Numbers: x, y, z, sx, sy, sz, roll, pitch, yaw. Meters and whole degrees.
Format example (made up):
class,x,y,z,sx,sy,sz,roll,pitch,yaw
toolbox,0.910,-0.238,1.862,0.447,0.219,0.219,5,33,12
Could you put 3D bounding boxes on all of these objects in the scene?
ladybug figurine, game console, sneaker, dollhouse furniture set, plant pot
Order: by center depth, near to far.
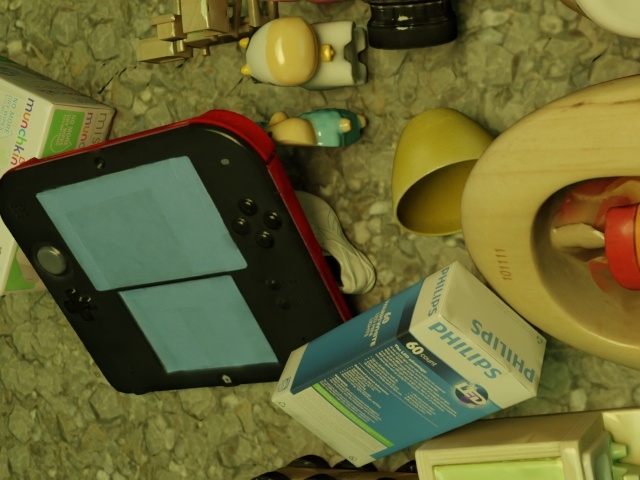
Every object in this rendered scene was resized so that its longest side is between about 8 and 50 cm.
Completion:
class,x,y,z,sx,sy,sz,roll,pitch,yaw
ladybug figurine,0.343,-0.021,0.857,0.450,0.162,0.305,5,128,36
plant pot,0.129,-0.080,1.030,0.134,0.134,0.095,-33,54,26
sneaker,0.000,0.000,1.132,0.152,0.061,0.053,49,116,17
dollhouse furniture set,-0.166,-0.271,1.138,0.182,0.161,0.101,-4,93,27
game console,-0.169,0.034,1.139,0.387,0.060,0.341,-9,115,32

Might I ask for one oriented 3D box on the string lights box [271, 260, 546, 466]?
class,x,y,z,sx,sy,sz,roll,pitch,yaw
string lights box,0.084,0.135,1.014,0.133,0.076,0.260,41,134,-18

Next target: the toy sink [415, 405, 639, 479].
class,x,y,z,sx,sy,sz,roll,pitch,yaw
toy sink,0.232,0.261,0.991,0.234,0.131,0.152,-10,90,27

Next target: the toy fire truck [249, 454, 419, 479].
class,x,y,z,sx,sy,sz,roll,pitch,yaw
toy fire truck,0.022,0.376,1.090,0.217,0.158,0.246,-4,90,28

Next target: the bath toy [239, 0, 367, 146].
class,x,y,z,sx,sy,sz,roll,pitch,yaw
bath toy,-0.026,-0.274,1.069,0.129,0.151,0.348,1,93,18

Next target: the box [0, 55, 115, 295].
class,x,y,z,sx,sy,sz,roll,pitch,yaw
box,-0.422,-0.093,1.311,0.231,0.127,0.261,27,105,25

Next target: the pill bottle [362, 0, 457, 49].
class,x,y,z,sx,sy,sz,roll,pitch,yaw
pill bottle,0.087,-0.311,1.008,0.123,0.123,0.219,4,112,27

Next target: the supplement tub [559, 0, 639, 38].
class,x,y,z,sx,sy,sz,roll,pitch,yaw
supplement tub,0.269,-0.261,0.869,0.145,0.199,0.144,0,111,1
